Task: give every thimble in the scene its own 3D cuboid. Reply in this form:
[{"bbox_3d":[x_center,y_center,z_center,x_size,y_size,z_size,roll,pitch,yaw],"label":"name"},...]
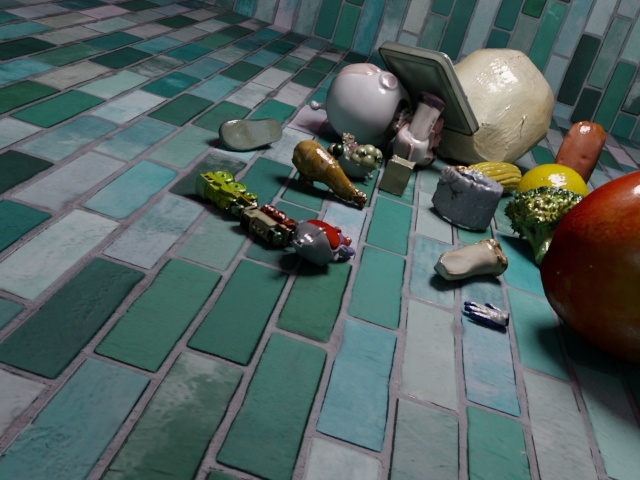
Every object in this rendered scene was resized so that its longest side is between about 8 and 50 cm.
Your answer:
[{"bbox_3d":[0.349,-0.102,1.891,0.127,0.118,0.151,-3,31,-40],"label":"thimble"}]

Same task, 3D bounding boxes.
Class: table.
[{"bbox_3d":[0.191,-0.163,1.968,0.062,0.079,0.083,22,21,7],"label":"table"}]

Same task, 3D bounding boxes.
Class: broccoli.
[{"bbox_3d":[0.524,-0.022,1.809,0.194,0.219,0.194,24,53,-36],"label":"broccoli"}]

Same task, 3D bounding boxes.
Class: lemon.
[{"bbox_3d":[0.582,-0.108,2.004,0.178,0.179,0.203,9,25,-21],"label":"lemon"}]

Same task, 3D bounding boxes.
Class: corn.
[{"bbox_3d":[0.469,-0.169,2.173,0.093,0.093,0.244,31,25,30],"label":"corn"}]

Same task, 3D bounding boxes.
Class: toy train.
[{"bbox_3d":[-0.139,-0.059,1.517,0.085,0.053,0.249,-18,42,-42],"label":"toy train"}]

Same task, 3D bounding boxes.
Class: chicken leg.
[{"bbox_3d":[0.017,-0.139,1.787,0.207,0.101,0.085,40,28,0],"label":"chicken leg"}]

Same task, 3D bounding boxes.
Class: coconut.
[{"bbox_3d":[0.490,-0.383,2.374,0.346,0.360,0.346,52,0,0],"label":"coconut"}]

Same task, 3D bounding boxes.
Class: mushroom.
[{"bbox_3d":[0.293,0.046,1.575,0.209,0.071,0.084,-10,67,-44],"label":"mushroom"}]

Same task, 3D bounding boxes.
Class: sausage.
[{"bbox_3d":[0.714,-0.211,2.237,0.113,0.259,0.114,18,19,-7],"label":"sausage"}]

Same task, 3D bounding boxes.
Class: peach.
[{"bbox_3d":[0.587,0.050,1.412,0.388,0.389,0.388,15,22,-6],"label":"peach"}]

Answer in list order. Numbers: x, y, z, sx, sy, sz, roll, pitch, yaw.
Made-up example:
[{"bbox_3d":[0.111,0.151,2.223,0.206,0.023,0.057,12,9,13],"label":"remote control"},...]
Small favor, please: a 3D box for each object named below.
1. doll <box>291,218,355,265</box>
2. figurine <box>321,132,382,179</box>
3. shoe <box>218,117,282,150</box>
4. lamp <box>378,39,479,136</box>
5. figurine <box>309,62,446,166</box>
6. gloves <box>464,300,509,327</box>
[{"bbox_3d":[0.000,0.000,1.443,0.102,0.075,0.227,40,18,13],"label":"doll"},{"bbox_3d":[0.065,-0.217,1.982,0.197,0.094,0.147,30,14,30],"label":"figurine"},{"bbox_3d":[-0.182,-0.259,1.951,0.195,0.079,0.078,-17,4,-42],"label":"shoe"},{"bbox_3d":[0.294,-0.413,2.158,0.266,0.047,0.269,32,-18,50],"label":"lamp"},{"bbox_3d":[0.167,-0.350,2.187,0.361,0.253,0.211,39,46,26],"label":"figurine"},{"bbox_3d":[0.299,0.131,1.431,0.086,0.026,0.064,16,20,9],"label":"gloves"}]
